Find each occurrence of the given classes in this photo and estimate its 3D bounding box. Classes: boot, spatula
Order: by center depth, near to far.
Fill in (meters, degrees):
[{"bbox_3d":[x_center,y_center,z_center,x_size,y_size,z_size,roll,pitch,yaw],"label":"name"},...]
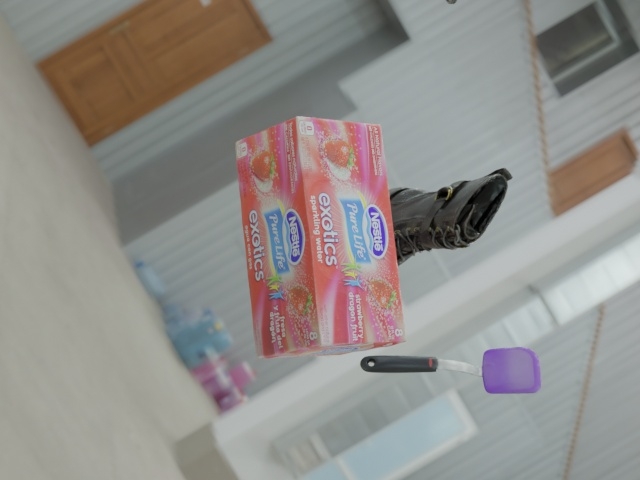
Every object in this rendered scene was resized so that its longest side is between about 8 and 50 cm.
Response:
[{"bbox_3d":[0.127,-0.003,1.900,0.091,0.263,0.229,48,-27,-22],"label":"boot"},{"bbox_3d":[0.213,0.207,2.259,0.030,0.297,0.084,102,-9,-62],"label":"spatula"}]

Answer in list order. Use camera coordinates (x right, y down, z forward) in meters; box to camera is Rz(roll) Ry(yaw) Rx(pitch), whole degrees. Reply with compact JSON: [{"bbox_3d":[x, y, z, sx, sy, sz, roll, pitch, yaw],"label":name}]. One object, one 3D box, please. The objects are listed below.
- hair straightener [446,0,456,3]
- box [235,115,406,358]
[{"bbox_3d":[0.098,-0.222,0.989,0.230,0.047,0.089,156,-54,-80],"label":"hair straightener"},{"bbox_3d":[0.000,0.000,1.816,0.142,0.154,0.299,-17,-105,49],"label":"box"}]
